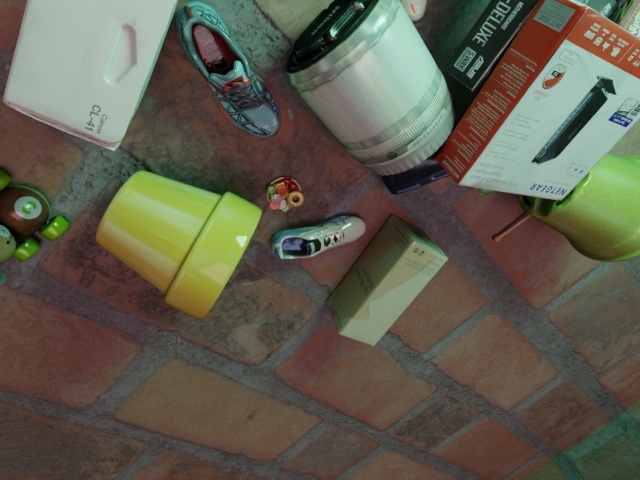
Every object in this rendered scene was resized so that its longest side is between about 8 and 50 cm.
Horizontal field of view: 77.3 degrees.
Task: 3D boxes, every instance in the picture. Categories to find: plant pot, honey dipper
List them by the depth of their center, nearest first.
[{"bbox_3d":[-0.279,-0.010,0.789,0.239,0.254,0.253,30,110,-12],"label":"plant pot"},{"bbox_3d":[0.634,-0.111,0.961,0.254,0.276,0.275,16,115,-22],"label":"plant pot"},{"bbox_3d":[0.555,-0.050,1.124,0.161,0.030,0.030,-39,124,15],"label":"honey dipper"}]

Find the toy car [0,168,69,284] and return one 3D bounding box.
[{"bbox_3d":[-0.581,-0.009,0.716,0.149,0.188,0.155,-33,125,6],"label":"toy car"}]

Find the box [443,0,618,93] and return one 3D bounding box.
[{"bbox_3d":[0.392,-0.373,0.733,0.308,0.076,0.242,-7,141,-48],"label":"box"}]

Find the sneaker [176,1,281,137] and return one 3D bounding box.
[{"bbox_3d":[-0.160,-0.278,0.708,0.104,0.125,0.261,-35,124,8],"label":"sneaker"}]

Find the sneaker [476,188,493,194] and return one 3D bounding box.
[{"bbox_3d":[0.469,-0.227,0.925,0.110,0.123,0.295,27,111,-29],"label":"sneaker"}]

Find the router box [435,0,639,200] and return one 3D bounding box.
[{"bbox_3d":[0.425,-0.224,0.724,0.336,0.082,0.301,2,133,-30],"label":"router box"}]

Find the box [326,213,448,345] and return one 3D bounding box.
[{"bbox_3d":[0.161,0.106,1.035,0.121,0.148,0.311,25,110,-27],"label":"box"}]

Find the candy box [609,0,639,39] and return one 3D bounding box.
[{"bbox_3d":[0.596,-0.432,0.796,0.053,0.186,0.109,28,115,6],"label":"candy box"}]

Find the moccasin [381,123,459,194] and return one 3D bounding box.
[{"bbox_3d":[0.304,-0.191,0.899,0.343,0.137,0.116,-11,117,13],"label":"moccasin"}]

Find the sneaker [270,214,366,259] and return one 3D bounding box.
[{"bbox_3d":[0.000,0.000,0.956,0.238,0.086,0.085,-14,122,-9],"label":"sneaker"}]

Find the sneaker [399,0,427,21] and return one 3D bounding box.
[{"bbox_3d":[0.176,-0.478,0.710,0.057,0.075,0.161,-10,123,-10],"label":"sneaker"}]

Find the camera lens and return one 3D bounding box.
[{"bbox_3d":[0.092,-0.280,0.723,0.219,0.219,0.274,-41,123,11],"label":"camera lens"}]

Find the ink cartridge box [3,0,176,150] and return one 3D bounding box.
[{"bbox_3d":[-0.286,-0.294,0.551,0.131,0.306,0.226,21,113,-27],"label":"ink cartridge box"}]

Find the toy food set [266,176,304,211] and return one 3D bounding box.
[{"bbox_3d":[-0.082,-0.103,0.905,0.083,0.020,0.083,-24,125,0],"label":"toy food set"}]
